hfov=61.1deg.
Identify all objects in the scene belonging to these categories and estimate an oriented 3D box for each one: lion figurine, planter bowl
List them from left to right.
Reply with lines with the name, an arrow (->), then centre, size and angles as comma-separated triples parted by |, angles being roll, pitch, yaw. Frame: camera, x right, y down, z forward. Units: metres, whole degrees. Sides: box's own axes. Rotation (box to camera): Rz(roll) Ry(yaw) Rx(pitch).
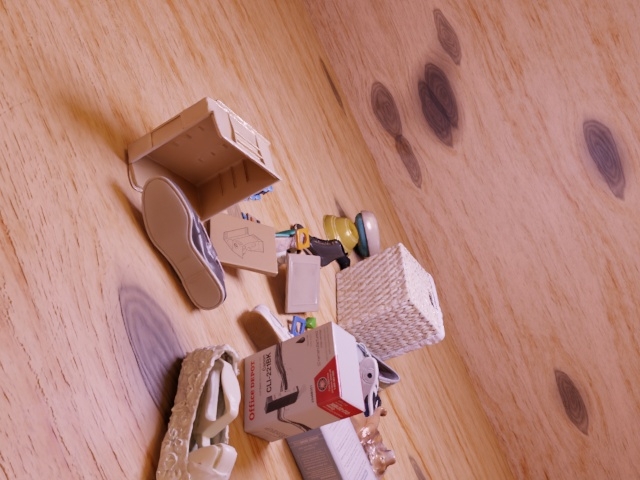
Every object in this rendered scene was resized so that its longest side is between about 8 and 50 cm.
planter bowl -> 0.104, -0.030, 2.343 | 0.217, 0.090, 0.217 | 52, 24, -34
lion figurine -> 0.090, 0.530, 1.669 | 0.392, 0.142, 0.240 | 52, 28, 3

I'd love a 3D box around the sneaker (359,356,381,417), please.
sneaker -> 0.169, 0.512, 1.877 | 0.121, 0.079, 0.216 | 27, 69, -65

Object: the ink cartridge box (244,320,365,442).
ink cartridge box -> -0.048, 0.342, 1.300 | 0.114, 0.273, 0.197 | 41, 31, -42

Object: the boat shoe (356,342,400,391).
boat shoe -> 0.177, 0.449, 1.969 | 0.320, 0.103, 0.118 | 49, 25, -36

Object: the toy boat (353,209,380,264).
toy boat -> 0.202, 0.020, 2.455 | 0.267, 0.148, 0.318 | 75, 5, -52

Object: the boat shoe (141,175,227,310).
boat shoe -> -0.316, 0.006, 1.267 | 0.095, 0.112, 0.335 | -104, 171, -77

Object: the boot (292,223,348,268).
boot -> 0.000, 0.000, 1.986 | 0.198, 0.137, 0.077 | 56, 22, -23

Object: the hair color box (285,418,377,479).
hair color box -> 0.054, 0.633, 1.452 | 0.374, 0.114, 0.185 | 65, 21, 1

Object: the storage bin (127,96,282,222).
storage bin -> -0.282, -0.189, 1.321 | 0.260, 0.262, 0.123 | 33, 37, -56

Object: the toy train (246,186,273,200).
toy train -> -0.221, -0.188, 1.741 | 0.105, 0.080, 0.184 | 61, 20, 4

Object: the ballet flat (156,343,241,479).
ballet flat -> -0.221, 0.371, 1.039 | 0.147, 0.147, 0.408 | 47, 28, -41

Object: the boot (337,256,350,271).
boot -> 0.096, 0.109, 2.242 | 0.121, 0.045, 0.099 | 37, 40, -49

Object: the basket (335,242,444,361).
basket -> 0.260, 0.242, 2.087 | 0.266, 0.331, 0.328 | 49, 26, -34

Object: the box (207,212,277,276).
box -> -0.213, 0.009, 1.489 | 0.201, 0.021, 0.164 | 16, 48, -29

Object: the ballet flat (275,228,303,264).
ballet flat -> -0.126, 0.023, 1.711 | 0.316, 0.108, 0.106 | -10, 98, -68

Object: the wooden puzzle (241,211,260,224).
wooden puzzle -> -0.205, -0.046, 1.710 | 0.116, 0.014, 0.078 | 28, 42, -58

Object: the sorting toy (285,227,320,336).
sorting toy -> -0.064, 0.134, 1.714 | 0.196, 0.047, 0.347 | 9, 82, -59

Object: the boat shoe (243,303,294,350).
boat shoe -> -0.100, 0.291, 1.471 | 0.277, 0.098, 0.096 | 61, 22, -10
